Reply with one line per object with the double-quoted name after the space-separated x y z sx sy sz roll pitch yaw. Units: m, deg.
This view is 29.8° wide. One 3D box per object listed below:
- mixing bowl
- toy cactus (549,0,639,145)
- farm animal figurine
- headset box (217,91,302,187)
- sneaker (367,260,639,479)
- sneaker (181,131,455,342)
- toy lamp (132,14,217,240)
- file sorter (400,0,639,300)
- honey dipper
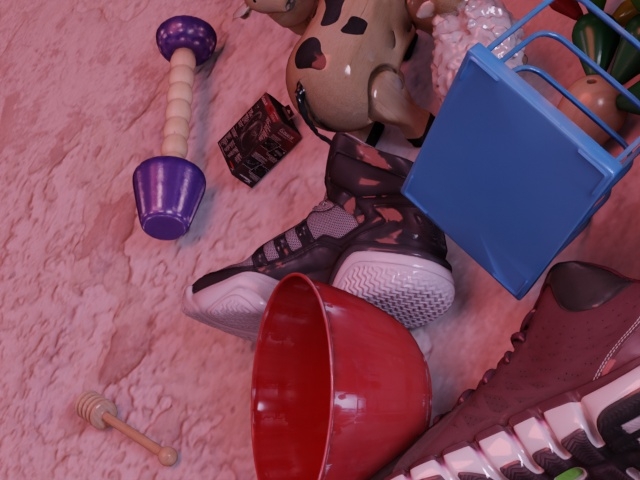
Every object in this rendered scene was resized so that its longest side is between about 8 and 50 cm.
0.020 0.117 0.886 0.181 0.098 0.181 -175 90 -70 "mixing bowl"
0.224 -0.131 0.886 0.180 0.112 0.219 -54 45 18 "toy cactus"
0.033 -0.225 1.084 0.330 0.172 0.326 -18 51 38 "farm animal figurine"
-0.059 -0.104 1.210 0.083 0.032 0.062 -44 40 13 "headset box"
0.135 0.111 0.809 0.281 0.106 0.162 -30 34 23 "sneaker"
0.000 0.000 1.009 0.269 0.101 0.153 -10 61 38 "sneaker"
-0.156 -0.121 1.292 0.080 0.080 0.274 -28 44 31 "toy lamp"
0.150 -0.064 0.818 0.104 0.118 0.170 -39 -15 -28 "file sorter"
-0.183 0.178 1.140 0.161 0.030 0.030 17 76 49 "honey dipper"
